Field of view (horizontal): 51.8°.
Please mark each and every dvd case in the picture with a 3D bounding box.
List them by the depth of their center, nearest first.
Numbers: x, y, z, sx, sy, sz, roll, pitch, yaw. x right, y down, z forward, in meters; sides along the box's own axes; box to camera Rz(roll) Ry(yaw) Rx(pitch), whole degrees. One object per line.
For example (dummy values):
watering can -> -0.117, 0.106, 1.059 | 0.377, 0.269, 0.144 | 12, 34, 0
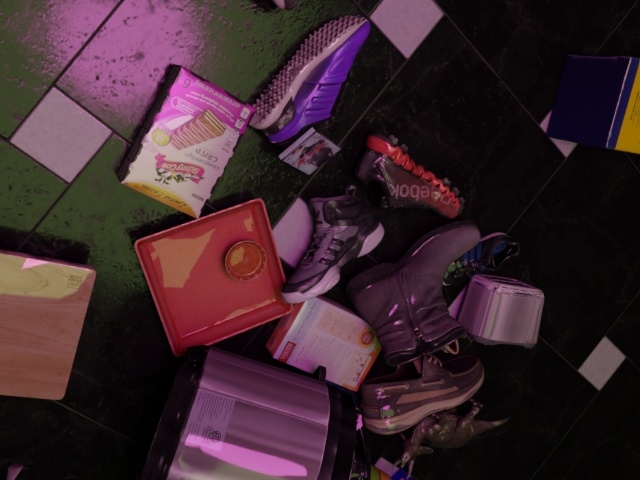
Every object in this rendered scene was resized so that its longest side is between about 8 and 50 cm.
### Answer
dvd case -> -0.019, -0.171, 1.278 | 0.087, 0.013, 0.119 | -38, 156, 15

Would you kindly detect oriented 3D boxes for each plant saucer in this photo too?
plant saucer -> -0.147, 0.039, 1.290 | 0.084, 0.013, 0.083 | -7, 109, -20
plant saucer -> -0.207, 0.069, 1.308 | 0.259, 0.048, 0.259 | -20, 112, -16

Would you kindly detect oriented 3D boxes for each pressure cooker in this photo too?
pressure cooker -> -0.109, 0.422, 1.225 | 0.421, 0.375, 0.369 | 18, 95, -7

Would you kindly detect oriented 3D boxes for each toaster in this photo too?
toaster -> 0.419, 0.164, 1.554 | 0.227, 0.129, 0.146 | 9, 98, -25

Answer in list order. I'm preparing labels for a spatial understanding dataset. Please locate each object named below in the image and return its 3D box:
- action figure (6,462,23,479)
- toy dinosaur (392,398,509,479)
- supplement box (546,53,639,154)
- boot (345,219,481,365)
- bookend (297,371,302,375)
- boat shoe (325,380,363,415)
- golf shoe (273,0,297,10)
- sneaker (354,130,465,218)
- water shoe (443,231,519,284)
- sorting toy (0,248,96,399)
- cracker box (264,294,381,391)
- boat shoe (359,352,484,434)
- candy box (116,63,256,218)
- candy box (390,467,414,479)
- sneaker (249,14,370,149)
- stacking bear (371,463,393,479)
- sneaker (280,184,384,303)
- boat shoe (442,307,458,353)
action figure -> -0.701, 0.586, 1.195 | 0.342, 0.178, 0.330 | -1, 97, -25
toy dinosaur -> 0.308, 0.456, 1.622 | 0.314, 0.121, 0.160 | -4, 119, -26
supplement box -> 0.737, -0.295, 1.506 | 0.357, 0.194, 0.195 | 5, 104, -24
boot -> 0.243, 0.116, 1.401 | 0.338, 0.222, 0.118 | -32, 146, -5
bookend -> -0.072, 0.401, 1.452 | 0.156, 0.072, 0.157 | -27, 114, -12
boat shoe -> 0.049, 0.373, 1.493 | 0.066, 0.066, 0.183 | -40, 123, 22
golf shoe -> -0.140, -0.510, 1.143 | 0.120, 0.105, 0.272 | -32, 110, 7
sneaker -> 0.182, -0.108, 1.387 | 0.276, 0.098, 0.135 | 32, 92, -25
water shoe -> 0.363, 0.043, 1.517 | 0.203, 0.080, 0.072 | -31, 115, -11
sorting toy -> -0.558, 0.133, 1.158 | 0.257, 0.089, 0.255 | 13, 101, -26
cracker box -> 0.017, 0.214, 1.434 | 0.232, 0.067, 0.155 | 28, 94, -28
boat shoe -> 0.239, 0.320, 1.508 | 0.356, 0.132, 0.130 | -18, 98, -35
candy box -> -0.244, -0.178, 1.203 | 0.159, 0.071, 0.233 | 26, 95, -28
candy box -> 0.205, 0.778, 1.655 | 0.268, 0.122, 0.317 | -39, 115, -9
sneaker -> 0.003, -0.291, 1.263 | 0.293, 0.102, 0.146 | -47, 124, 2
stacking bear -> 0.112, 0.586, 1.484 | 0.289, 0.164, 0.175 | 22, 86, -5
sneaker -> 0.000, 0.000, 1.337 | 0.269, 0.101, 0.153 | -39, 114, -22
boat shoe -> 0.279, 0.184, 1.530 | 0.068, 0.072, 0.190 | -36, 116, -9
